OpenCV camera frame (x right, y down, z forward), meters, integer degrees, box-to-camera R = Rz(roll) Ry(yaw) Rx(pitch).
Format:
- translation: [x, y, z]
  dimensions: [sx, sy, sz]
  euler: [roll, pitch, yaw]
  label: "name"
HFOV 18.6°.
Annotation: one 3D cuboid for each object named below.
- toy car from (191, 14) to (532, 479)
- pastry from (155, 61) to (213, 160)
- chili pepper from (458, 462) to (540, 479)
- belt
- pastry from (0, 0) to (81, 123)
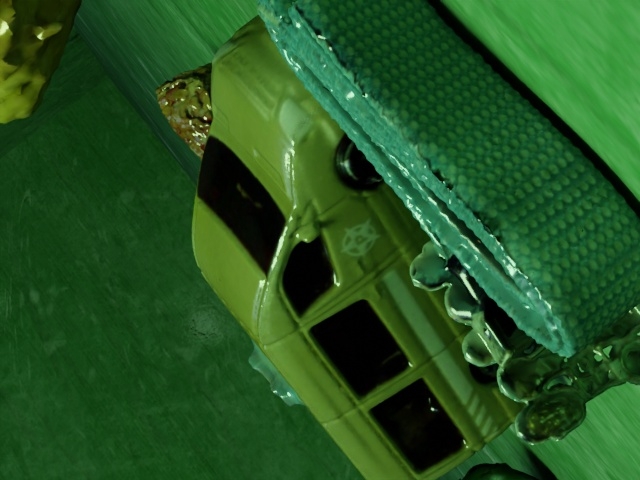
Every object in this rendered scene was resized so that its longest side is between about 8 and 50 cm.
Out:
- translation: [0.008, 0.014, 0.946]
  dimensions: [0.101, 0.124, 0.257]
  euler: [46, 174, 47]
  label: "toy car"
- translation: [-0.047, -0.061, 1.422]
  dimensions: [0.169, 0.063, 0.087]
  euler: [48, -174, -11]
  label: "pastry"
- translation: [0.145, 0.278, 1.451]
  dimensions: [0.174, 0.165, 0.261]
  euler: [28, 159, 33]
  label: "chili pepper"
- translation: [0.046, -0.026, 0.671]
  dimensions: [0.179, 0.065, 0.100]
  euler: [52, 168, 28]
  label: "belt"
- translation: [-0.280, -0.226, 1.023]
  dimensions: [0.405, 0.292, 0.337]
  euler: [-114, 0, -65]
  label: "pastry"
